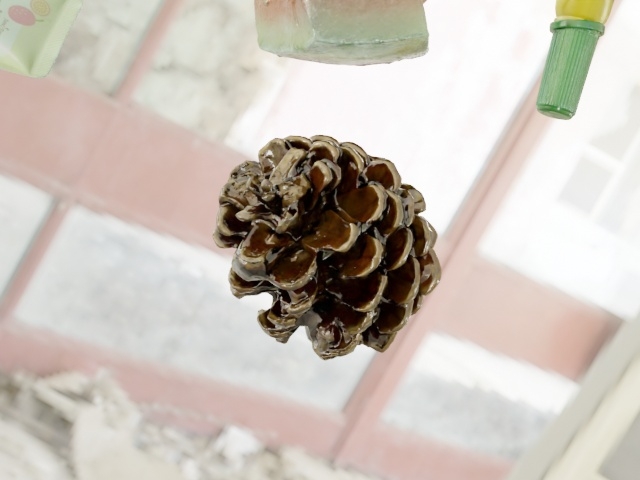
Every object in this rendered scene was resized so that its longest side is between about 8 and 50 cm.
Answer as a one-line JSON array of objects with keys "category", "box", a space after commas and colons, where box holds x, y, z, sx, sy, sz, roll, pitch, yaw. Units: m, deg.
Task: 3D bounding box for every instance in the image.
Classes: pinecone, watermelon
[{"category": "pinecone", "box": [-0.001, -0.006, 1.901, 0.257, 0.243, 0.243, 50, -4, -27]}, {"category": "watermelon", "box": [0.015, -0.320, 1.935, 0.193, 0.256, 0.140, -4, -5, 3]}]

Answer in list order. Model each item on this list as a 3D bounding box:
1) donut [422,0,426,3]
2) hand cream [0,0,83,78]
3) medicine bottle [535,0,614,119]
[{"category": "donut", "box": [0.060, -0.354, 2.299, 0.199, 0.233, 0.085, 38, 44, -41]}, {"category": "hand cream", "box": [-0.417, -0.254, 1.879, 0.306, 0.093, 0.147, 13, 43, 2]}, {"category": "medicine bottle", "box": [0.347, -0.310, 2.338, 0.076, 0.309, 0.111, 18, -6, -6]}]
